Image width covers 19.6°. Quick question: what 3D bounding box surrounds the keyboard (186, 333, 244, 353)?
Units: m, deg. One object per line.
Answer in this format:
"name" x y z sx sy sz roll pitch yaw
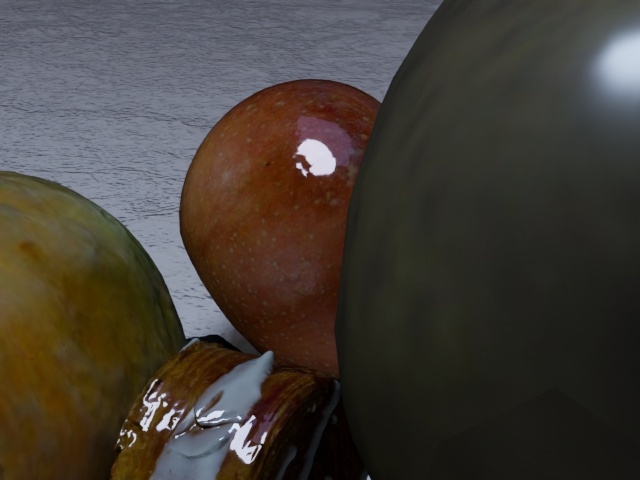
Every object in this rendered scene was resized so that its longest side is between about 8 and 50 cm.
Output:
"keyboard" -0.175 0.099 1.084 0.309 0.018 0.101 -9 19 -29

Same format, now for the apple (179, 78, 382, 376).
"apple" 0.000 0.000 1.149 0.162 0.201 0.201 -35 14 11

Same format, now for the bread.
"bread" -0.036 0.126 0.788 0.073 0.160 0.160 12 20 19

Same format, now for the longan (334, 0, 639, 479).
"longan" 0.181 0.004 0.779 0.336 0.405 0.404 27 28 26

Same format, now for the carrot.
"carrot" -0.194 0.086 0.768 0.224 0.224 0.340 6 12 17
